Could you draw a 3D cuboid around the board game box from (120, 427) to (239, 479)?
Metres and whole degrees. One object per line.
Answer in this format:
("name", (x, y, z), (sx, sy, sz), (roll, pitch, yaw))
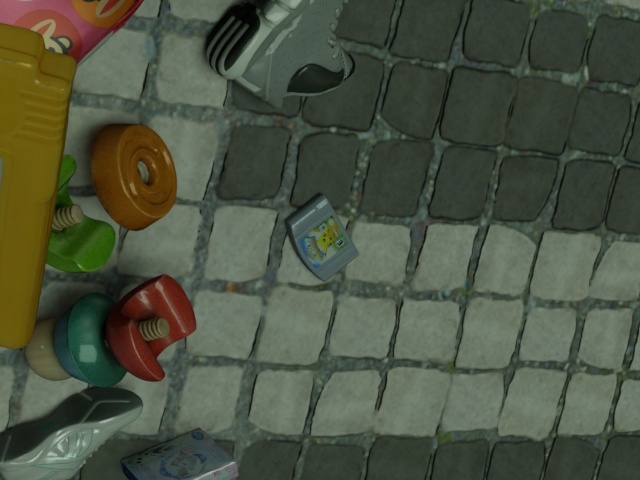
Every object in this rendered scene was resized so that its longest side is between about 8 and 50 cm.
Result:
("board game box", (-0.140, 0.224, 1.506), (0.090, 0.090, 0.020), (-21, 114, -21))

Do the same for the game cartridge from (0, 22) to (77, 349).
("game cartridge", (-0.343, -0.054, 1.160), (0.285, 0.052, 0.323), (13, 139, -6))

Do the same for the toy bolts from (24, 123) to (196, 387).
("toy bolts", (-0.225, 0.021, 1.394), (0.228, 0.158, 0.218), (66, 31, -19))

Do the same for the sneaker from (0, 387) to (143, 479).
("sneaker", (-0.239, 0.191, 1.467), (0.152, 0.054, 0.061), (-25, 127, -13))

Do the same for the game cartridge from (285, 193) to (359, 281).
("game cartridge", (0.000, 0.000, 1.552), (0.056, 0.017, 0.083), (-37, 121, -9))

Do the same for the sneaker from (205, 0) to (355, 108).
("sneaker", (0.004, -0.222, 1.447), (0.228, 0.086, 0.132), (-48, 128, 5))

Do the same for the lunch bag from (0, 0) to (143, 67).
("lunch bag", (-0.312, -0.219, 1.248), (0.293, 0.120, 0.258), (-46, 119, -10))
